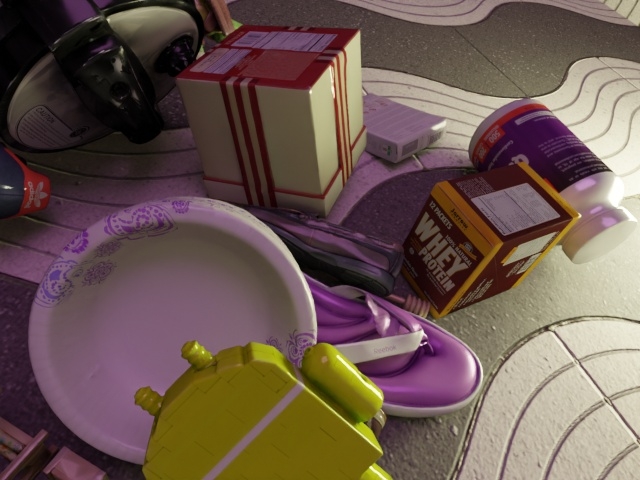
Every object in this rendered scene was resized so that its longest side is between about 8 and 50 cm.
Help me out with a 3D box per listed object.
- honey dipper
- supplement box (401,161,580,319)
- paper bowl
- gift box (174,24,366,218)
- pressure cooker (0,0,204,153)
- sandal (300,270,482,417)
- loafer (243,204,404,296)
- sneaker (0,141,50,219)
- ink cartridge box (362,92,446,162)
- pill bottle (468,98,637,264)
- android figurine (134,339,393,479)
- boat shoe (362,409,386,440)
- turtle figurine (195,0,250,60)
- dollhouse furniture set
[{"bbox_3d":[0.094,0.084,0.754,0.161,0.030,0.030,20,48,6],"label":"honey dipper"},{"bbox_3d":[0.257,0.000,0.760,0.194,0.191,0.129,-15,56,-27],"label":"supplement box"},{"bbox_3d":[-0.154,0.090,0.540,0.285,0.284,0.148,6,9,-11],"label":"paper bowl"},{"bbox_3d":[-0.076,-0.202,0.808,0.277,0.258,0.255,14,47,23],"label":"gift box"},{"bbox_3d":[-0.385,-0.334,0.694,0.420,0.376,0.370,53,33,-4],"label":"pressure cooker"},{"bbox_3d":[0.036,0.119,0.655,0.417,0.102,0.169,21,48,2],"label":"sandal"},{"bbox_3d":[0.000,0.000,0.737,0.268,0.096,0.084,24,67,10],"label":"loafer"},{"bbox_3d":[-0.542,-0.110,0.694,0.350,0.131,0.148,25,12,23],"label":"sneaker"},{"bbox_3d":[0.139,-0.259,1.060,0.181,0.056,0.225,-31,45,-34],"label":"ink cartridge box"},{"bbox_3d":[0.444,-0.117,0.920,0.182,0.181,0.322,-9,53,-22],"label":"pill bottle"},{"bbox_3d":[-0.056,0.212,0.473,0.273,0.056,0.248,43,91,-16],"label":"android figurine"},{"bbox_3d":[0.010,0.210,0.601,0.152,0.056,0.049,25,43,6],"label":"boat shoe"},{"bbox_3d":[-0.249,-0.434,1.054,0.266,0.274,0.197,19,21,-26],"label":"turtle figurine"},{"bbox_3d":[-0.316,0.207,0.441,0.182,0.161,0.101,27,49,9],"label":"dollhouse furniture set"}]
